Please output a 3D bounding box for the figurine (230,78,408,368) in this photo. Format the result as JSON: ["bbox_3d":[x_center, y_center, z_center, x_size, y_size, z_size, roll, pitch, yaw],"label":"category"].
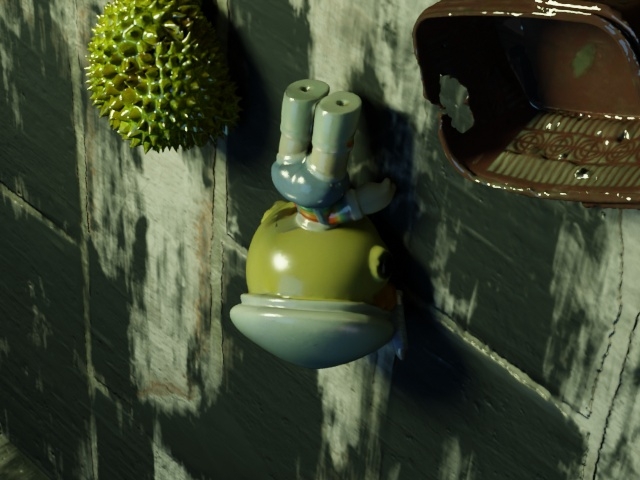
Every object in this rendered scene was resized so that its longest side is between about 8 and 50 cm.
[{"bbox_3d":[-0.026,-0.011,1.945,0.224,0.205,0.382,8,121,35],"label":"figurine"}]

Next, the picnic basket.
[{"bbox_3d":[0.248,-0.156,1.547,0.297,0.129,0.222,11,126,49],"label":"picnic basket"}]

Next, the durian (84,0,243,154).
[{"bbox_3d":[-0.210,-0.226,2.050,0.200,0.176,0.237,-2,104,31],"label":"durian"}]
